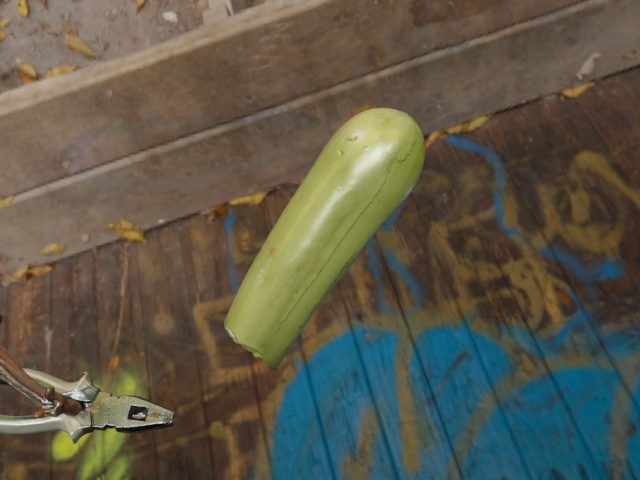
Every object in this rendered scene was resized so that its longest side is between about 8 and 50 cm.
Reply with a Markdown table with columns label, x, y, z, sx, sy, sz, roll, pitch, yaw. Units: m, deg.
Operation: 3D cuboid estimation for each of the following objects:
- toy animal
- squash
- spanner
| label | x | y | z | sx | sy | sz | roll | pitch | yaw |
| --- | --- | --- | --- | --- | --- | --- | --- | --- | --- |
| toy animal | -0.350 | 0.104 | 0.716 | 0.224 | 0.229 | 0.066 | 33 | 81 | -20 |
| squash | 0.000 | 0.000 | 0.586 | 0.083 | 0.083 | 0.250 | 23 | 107 | -41 |
| spanner | -0.365 | 0.227 | 0.975 | 0.324 | 0.096 | 0.040 | 8 | 151 | -4 |
